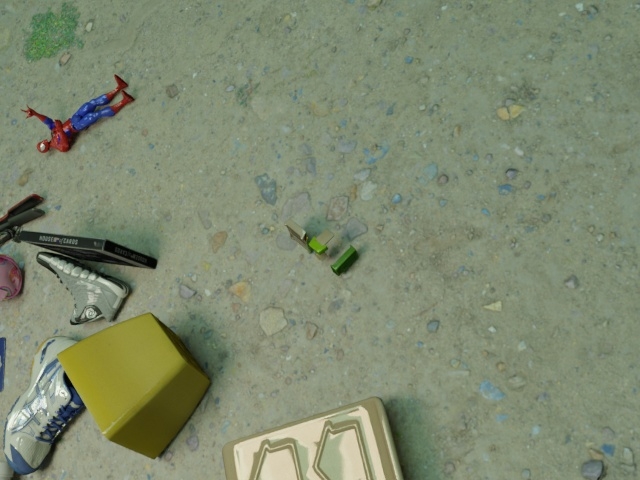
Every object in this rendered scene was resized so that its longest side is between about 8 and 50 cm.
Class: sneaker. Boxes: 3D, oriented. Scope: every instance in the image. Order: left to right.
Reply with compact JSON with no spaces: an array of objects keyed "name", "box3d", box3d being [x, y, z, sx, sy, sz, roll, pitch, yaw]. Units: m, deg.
[{"name":"sneaker","box3d":[-0.570,0.353,1.472,0.130,0.112,0.297,6,76,25]},{"name":"sneaker","box3d":[-0.552,0.117,1.542,0.228,0.086,0.132,23,90,10]}]

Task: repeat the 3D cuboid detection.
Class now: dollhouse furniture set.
[{"name":"dollhouse furniture set","box3d":[0.000,0.000,1.376,0.058,0.076,0.151,-45,62,-11]}]

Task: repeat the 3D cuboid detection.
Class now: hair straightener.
[{"name":"hair straightener","box3d":[-0.785,-0.030,1.733,0.230,0.047,0.089,-25,64,14]}]

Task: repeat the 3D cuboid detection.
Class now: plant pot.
[{"name":"plant pot","box3d":[-0.346,0.270,1.362,0.187,0.212,0.212,-39,61,-8]}]

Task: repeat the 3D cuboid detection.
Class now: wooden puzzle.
[{"name":"wooden puzzle","box3d":[0.002,0.476,1.208,0.347,0.080,0.322,-23,64,20]}]

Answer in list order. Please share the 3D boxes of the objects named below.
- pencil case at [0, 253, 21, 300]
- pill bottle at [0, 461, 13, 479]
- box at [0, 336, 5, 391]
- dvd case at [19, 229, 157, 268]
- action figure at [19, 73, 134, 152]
[{"name":"pencil case","box3d":[-0.868,0.112,1.676,0.283,0.124,0.124,-12,68,19]},{"name":"pill bottle","box3d":[-0.697,0.565,1.453,0.111,0.112,0.187,-9,69,20]},{"name":"box","box3d":[-0.853,0.312,1.651,0.225,0.036,0.137,-14,67,17]},{"name":"dvd case","box3d":[-0.508,0.020,1.521,0.238,0.179,0.030,5,78,25]},{"name":"action figure","box3d":[-0.618,-0.317,1.715,0.280,0.139,0.092,-35,61,11]}]
